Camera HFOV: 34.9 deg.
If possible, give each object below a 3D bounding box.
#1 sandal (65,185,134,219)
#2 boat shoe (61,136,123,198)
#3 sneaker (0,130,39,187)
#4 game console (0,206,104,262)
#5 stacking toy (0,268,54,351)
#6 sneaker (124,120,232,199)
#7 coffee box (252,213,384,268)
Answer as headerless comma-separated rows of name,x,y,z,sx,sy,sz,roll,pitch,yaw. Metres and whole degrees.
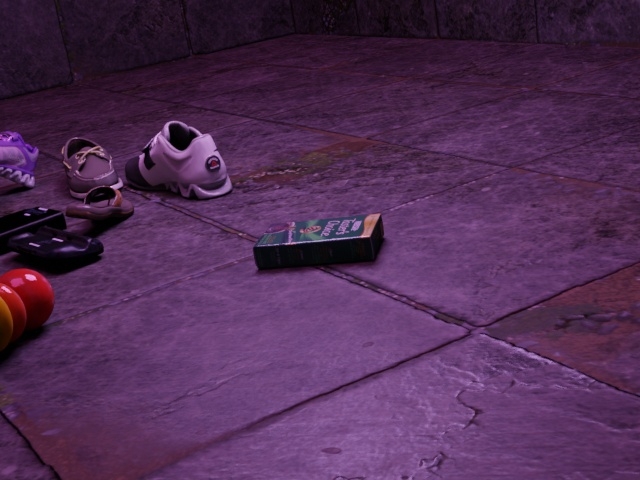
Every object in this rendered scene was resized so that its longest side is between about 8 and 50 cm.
sandal,-0.414,-0.073,1.913,0.089,0.060,0.219,3,4,13
boat shoe,-0.505,-0.160,2.219,0.109,0.091,0.305,-16,19,-19
sneaker,-0.708,-0.199,2.244,0.095,0.105,0.236,23,-3,30
game console,-0.524,0.005,1.809,0.213,0.044,0.361,-25,22,-36
stacking toy,-0.457,0.117,1.324,0.141,0.141,0.330,-2,13,22
sneaker,-0.301,-0.178,2.094,0.122,0.146,0.330,-25,22,-37
coffee box,0.000,0.000,1.561,0.184,0.041,0.113,-4,18,15
